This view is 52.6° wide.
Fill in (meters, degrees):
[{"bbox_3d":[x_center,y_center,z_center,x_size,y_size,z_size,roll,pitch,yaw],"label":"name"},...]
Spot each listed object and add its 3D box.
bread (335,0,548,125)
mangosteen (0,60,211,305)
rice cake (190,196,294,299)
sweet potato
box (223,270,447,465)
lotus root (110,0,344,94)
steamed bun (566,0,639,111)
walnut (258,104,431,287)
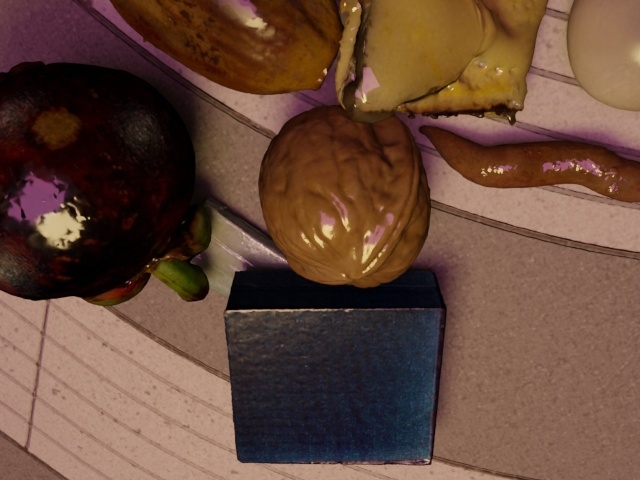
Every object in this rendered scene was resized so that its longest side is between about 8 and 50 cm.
[{"bbox_3d":[0.121,-0.238,0.712,0.262,0.162,0.204,-2,117,-33],"label":"bread"},{"bbox_3d":[-0.282,-0.041,0.790,0.306,0.306,0.360,-27,100,20],"label":"mangosteen"},{"bbox_3d":[-0.097,0.042,0.933,0.211,0.038,0.124,29,114,-1],"label":"rice cake"},{"bbox_3d":[0.257,-0.093,0.794,0.281,0.059,0.067,7,104,8],"label":"sweet potato"},{"bbox_3d":[0.020,0.177,0.897,0.278,0.116,0.262,1,115,1],"label":"box"},{"bbox_3d":[-0.102,-0.284,0.742,0.291,0.193,0.193,33,114,1],"label":"lotus root"},{"bbox_3d":[0.381,-0.224,0.677,0.228,0.131,0.177,-5,109,16],"label":"steamed bun"},{"bbox_3d":[0.030,-0.048,0.768,0.227,0.228,0.228,4,112,10],"label":"walnut"}]
